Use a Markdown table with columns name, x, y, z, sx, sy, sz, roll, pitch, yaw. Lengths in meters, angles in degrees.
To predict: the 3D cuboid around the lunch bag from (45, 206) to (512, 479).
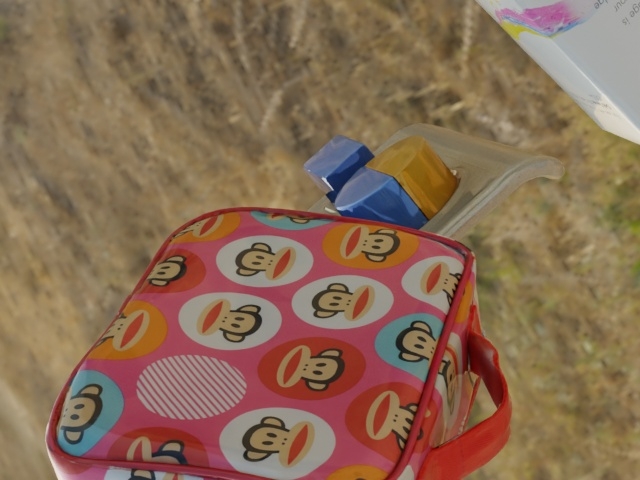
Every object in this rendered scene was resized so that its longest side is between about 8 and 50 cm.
| name | x | y | z | sx | sy | sz | roll | pitch | yaw |
| --- | --- | --- | --- | --- | --- | --- | --- | --- | --- |
| lunch bag | -0.006 | 0.093 | 0.924 | 0.258 | 0.293 | 0.120 | 6 | 123 | 17 |

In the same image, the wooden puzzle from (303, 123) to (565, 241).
| name | x | y | z | sx | sy | sz | roll | pitch | yaw |
| --- | --- | --- | --- | --- | --- | --- | --- | --- | --- |
| wooden puzzle | 0.000 | 0.000 | 1.237 | 0.080 | 0.348 | 0.322 | 55 | 175 | -15 |

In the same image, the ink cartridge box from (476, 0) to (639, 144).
| name | x | y | z | sx | sy | sz | roll | pitch | yaw |
| --- | --- | --- | --- | --- | --- | --- | --- | --- | --- |
| ink cartridge box | 0.217 | -0.207 | 1.013 | 0.353 | 0.207 | 0.119 | 43 | -179 | -18 |
